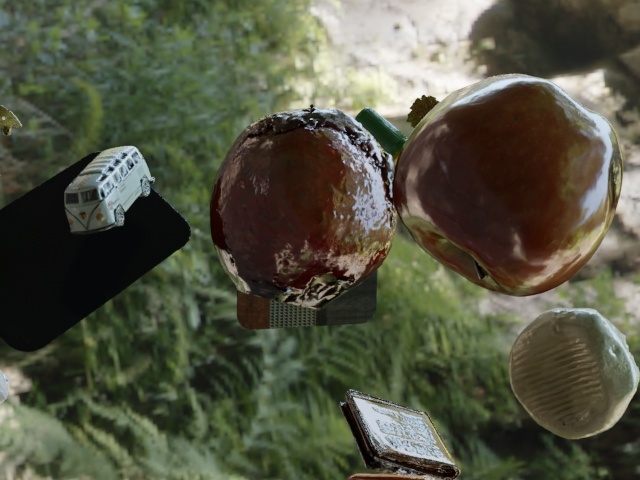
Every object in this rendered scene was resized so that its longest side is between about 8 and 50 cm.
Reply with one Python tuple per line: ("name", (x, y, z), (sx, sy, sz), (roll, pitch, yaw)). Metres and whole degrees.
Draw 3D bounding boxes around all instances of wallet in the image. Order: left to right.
("wallet", (0.137, 0.333, 1.963), (0.042, 0.196, 0.161), (-58, -147, 25))

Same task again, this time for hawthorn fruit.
("hawthorn fruit", (-0.027, -0.037, 1.685), (0.316, 0.316, 0.315), (170, -90, -76))

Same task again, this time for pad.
("pad", (-0.443, 0.000, 1.917), (0.315, 0.375, 0.063), (44, -32, 14))
("pad", (-0.008, -0.011, 1.871), (0.055, 0.250, 0.323), (-127, -140, -56))

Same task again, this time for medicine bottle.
("medicine bottle", (0.188, -0.164, 2.397), (0.309, 0.111, 0.076), (43, -71, 20))

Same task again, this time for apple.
("apple", (0.191, -0.062, 1.153), (0.230, 0.230, 0.229), (170, -90, -76))

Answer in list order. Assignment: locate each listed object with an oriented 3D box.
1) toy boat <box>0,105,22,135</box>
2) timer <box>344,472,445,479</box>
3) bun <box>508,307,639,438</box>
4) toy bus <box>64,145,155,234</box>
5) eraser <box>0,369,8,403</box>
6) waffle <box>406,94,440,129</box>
("toy boat", (-0.641, -0.188, 2.025), (0.068, 0.226, 0.088), (7, -75, 63))
("timer", (0.133, 0.479, 1.692), (0.257, 0.161, 0.249), (30, 63, -55))
("bun", (0.424, 0.214, 1.886), (0.231, 0.133, 0.231), (8, -79, 46))
("toy bus", (-0.339, -0.081, 1.821), (0.194, 0.087, 0.089), (-63, 142, -59))
("eraser", (-0.661, 0.167, 2.022), (0.174, 0.095, 0.270), (29, -30, 49))
("waffle", (0.225, -0.269, 2.448), (0.016, 0.078, 0.085), (50, 53, -73))
